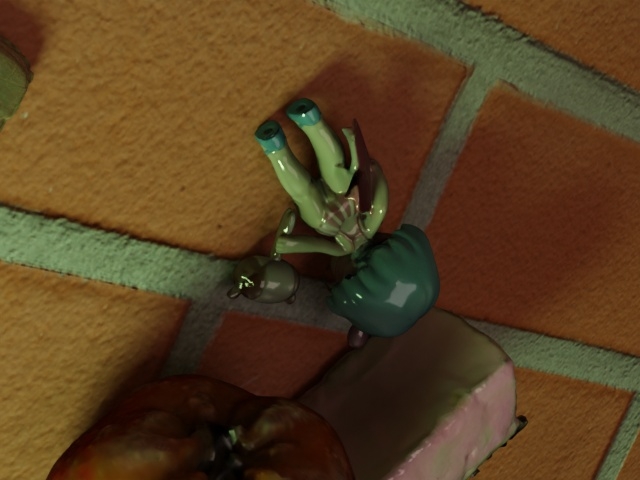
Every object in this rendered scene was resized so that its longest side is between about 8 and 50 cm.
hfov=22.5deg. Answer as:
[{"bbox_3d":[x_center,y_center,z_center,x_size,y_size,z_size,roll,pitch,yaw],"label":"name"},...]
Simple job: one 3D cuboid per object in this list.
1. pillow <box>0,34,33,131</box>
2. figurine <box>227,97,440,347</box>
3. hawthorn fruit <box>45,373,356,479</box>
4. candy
[{"bbox_3d":[-0.294,-0.064,1.150,0.135,0.034,0.211,30,89,-46],"label":"pillow"},{"bbox_3d":[0.012,-0.001,1.449,0.205,0.103,0.260,-45,128,-20],"label":"figurine"},{"bbox_3d":[-0.101,0.250,1.363,0.284,0.284,0.284,-25,129,-34],"label":"hawthorn fruit"},{"bbox_3d":[0.062,0.195,1.577,0.265,0.155,0.115,-41,141,-20],"label":"candy"}]
